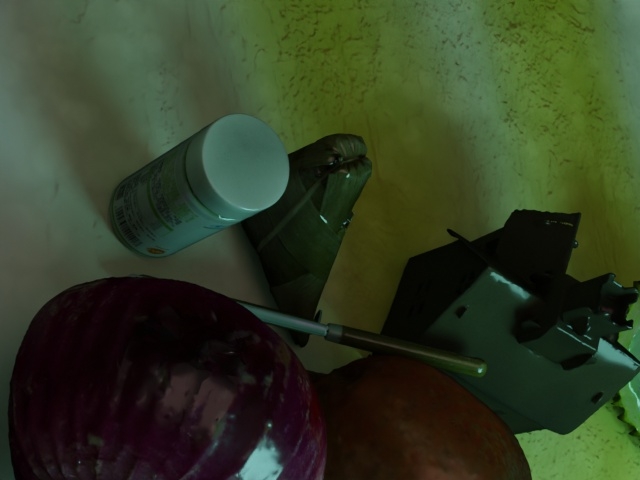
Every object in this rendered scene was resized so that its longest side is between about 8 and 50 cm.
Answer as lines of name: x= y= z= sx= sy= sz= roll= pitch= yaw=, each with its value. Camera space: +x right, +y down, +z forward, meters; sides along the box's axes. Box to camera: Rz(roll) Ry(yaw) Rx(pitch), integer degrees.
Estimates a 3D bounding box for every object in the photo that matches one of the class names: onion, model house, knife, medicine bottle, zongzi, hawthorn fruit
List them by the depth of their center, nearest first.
onion: x=-0.117 y=0.148 z=1.034 sx=0.256 sy=0.230 sz=0.272 roll=1 pitch=48 yaw=-20
medicine bottle: x=-0.110 y=-0.044 z=1.153 sx=0.086 sy=0.183 sz=0.086 roll=10 pitch=72 yaw=-31
hawthorn fruit: x=0.061 y=0.205 z=1.196 sx=0.262 sy=0.210 sz=0.210 roll=46 pitch=55 yaw=6
knife: x=-0.009 y=0.075 z=1.206 sx=0.343 sy=0.061 sz=0.027 roll=14 pitch=87 yaw=-5
zongzi: x=0.000 y=0.000 z=1.229 sx=0.078 sy=0.160 sz=0.176 roll=-12 pitch=82 yaw=-40
model house: x=0.215 y=0.063 z=1.300 sx=0.211 sy=0.243 sz=0.204 roll=31 pitch=62 yaw=-22

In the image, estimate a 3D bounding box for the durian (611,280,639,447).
durian: x=0.440 y=0.175 z=1.463 sx=0.355 sy=0.169 sz=0.157 roll=43 pitch=56 yaw=-14
